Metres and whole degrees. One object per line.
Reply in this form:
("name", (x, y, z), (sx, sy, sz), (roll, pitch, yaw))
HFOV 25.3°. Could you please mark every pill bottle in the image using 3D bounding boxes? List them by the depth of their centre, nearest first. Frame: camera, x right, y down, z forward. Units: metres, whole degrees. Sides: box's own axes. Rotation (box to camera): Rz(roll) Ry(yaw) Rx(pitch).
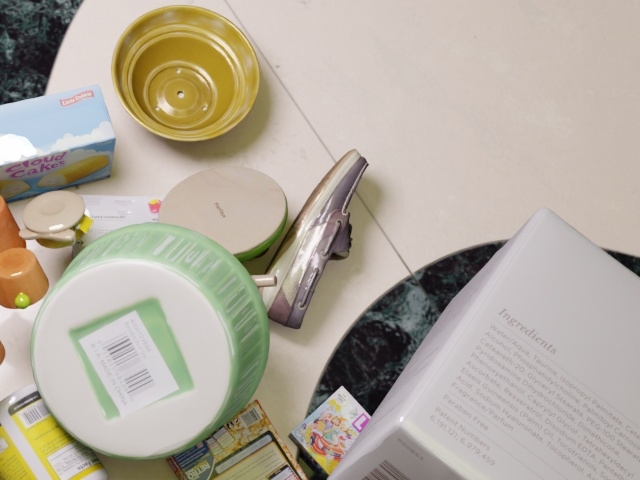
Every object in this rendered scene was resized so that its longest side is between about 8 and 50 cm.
("pill bottle", (-0.355, 0.301, 1.876), (0.119, 0.119, 0.208), (-32, 81, -20))

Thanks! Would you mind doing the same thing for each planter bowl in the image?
("planter bowl", (-0.203, -0.231, 2.106), (0.217, 0.090, 0.217), (4, 71, -11))

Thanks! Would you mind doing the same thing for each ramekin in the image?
("ramekin", (-0.226, 0.138, 1.851), (0.303, 0.148, 0.303), (1, 101, 7))

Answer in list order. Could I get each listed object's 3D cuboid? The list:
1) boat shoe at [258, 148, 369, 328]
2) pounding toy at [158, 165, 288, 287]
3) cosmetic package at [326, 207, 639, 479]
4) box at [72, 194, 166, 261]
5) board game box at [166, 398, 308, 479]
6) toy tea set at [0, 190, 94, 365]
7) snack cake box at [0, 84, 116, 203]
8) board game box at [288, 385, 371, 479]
("boat shoe", (0.000, 0.000, 2.069), (0.092, 0.103, 0.285), (33, 72, -5))
("pounding toy", (-0.133, 0.013, 2.017), (0.183, 0.110, 0.237), (-3, 45, 6))
("cosmetic package", (0.268, 0.243, 1.890), (0.327, 0.329, 0.393), (37, 60, 2))
("box", (-0.280, 0.028, 2.029), (0.145, 0.038, 0.186), (0, 72, -13))
("board game box", (-0.098, 0.338, 1.957), (0.147, 0.045, 0.193), (-30, 80, -20))
("toy tea set", (-0.436, 0.068, 1.883), (0.200, 0.124, 0.336), (8, 43, 17))
("snack cake box", (-0.426, -0.122, 1.988), (0.264, 0.152, 0.089), (-15, 76, -16))
("board game box", (0.044, 0.296, 2.011), (0.103, 0.026, 0.154), (-41, 84, -22))
